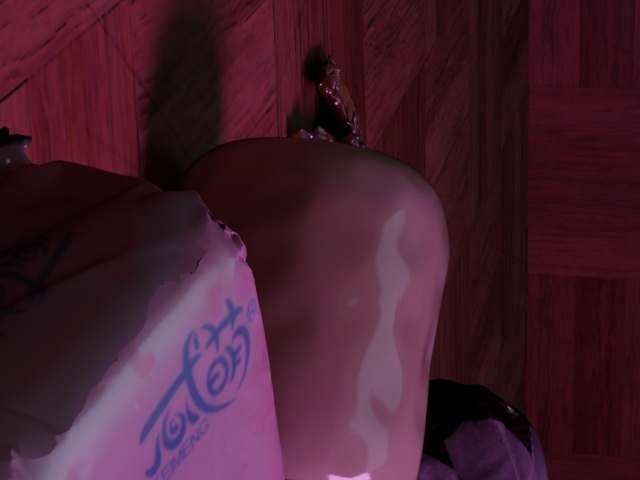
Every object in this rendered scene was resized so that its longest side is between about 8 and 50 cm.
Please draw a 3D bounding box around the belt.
[{"bbox_3d":[0.051,0.233,1.379,0.289,0.184,0.164,-57,162,2],"label":"belt"}]

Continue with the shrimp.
[{"bbox_3d":[0.008,-0.084,1.585,0.187,0.052,0.132,15,58,-82],"label":"shrimp"}]

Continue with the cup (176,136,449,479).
[{"bbox_3d":[-0.006,0.060,1.219,0.255,0.173,0.202,49,47,-72],"label":"cup"}]

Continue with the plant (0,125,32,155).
[{"bbox_3d":[-0.160,0.033,0.745,0.087,0.085,0.174,32,65,-49],"label":"plant"}]

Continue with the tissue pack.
[{"bbox_3d":[-0.127,0.124,0.631,0.271,0.124,0.201,-51,150,-39],"label":"tissue pack"}]
